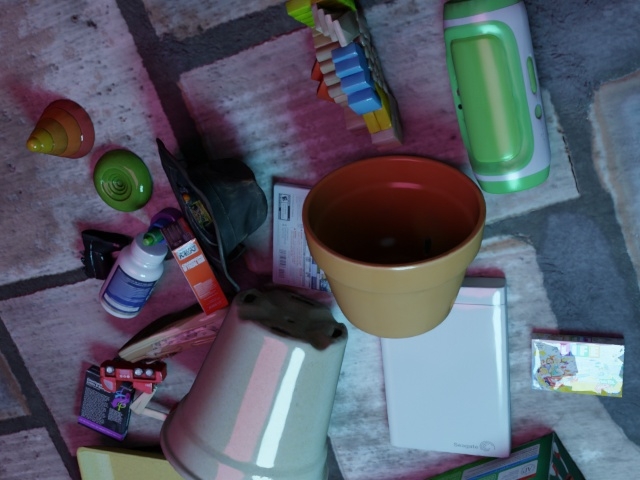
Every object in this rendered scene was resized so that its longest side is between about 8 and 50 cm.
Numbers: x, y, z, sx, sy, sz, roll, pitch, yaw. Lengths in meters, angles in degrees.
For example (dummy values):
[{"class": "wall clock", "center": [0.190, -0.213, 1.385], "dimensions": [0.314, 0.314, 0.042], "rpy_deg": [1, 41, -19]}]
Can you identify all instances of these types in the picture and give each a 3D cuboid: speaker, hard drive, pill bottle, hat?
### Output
[{"class": "speaker", "center": [0.271, -0.228, 1.238], "dimensions": [0.131, 0.131, 0.297], "rpy_deg": [-7, 110, 23]}, {"class": "hard drive", "center": [0.231, 0.234, 1.498], "dimensions": [0.232, 0.047, 0.353], "rpy_deg": [1, 113, 20]}, {"class": "pill bottle", "center": [-0.371, 0.068, 1.616], "dimensions": [0.094, 0.094, 0.169], "rpy_deg": [36, 120, 2]}, {"class": "hat", "center": [-0.169, -0.064, 1.428], "dimensions": [0.133, 0.331, 0.332], "rpy_deg": [-26, 105, -12]}]

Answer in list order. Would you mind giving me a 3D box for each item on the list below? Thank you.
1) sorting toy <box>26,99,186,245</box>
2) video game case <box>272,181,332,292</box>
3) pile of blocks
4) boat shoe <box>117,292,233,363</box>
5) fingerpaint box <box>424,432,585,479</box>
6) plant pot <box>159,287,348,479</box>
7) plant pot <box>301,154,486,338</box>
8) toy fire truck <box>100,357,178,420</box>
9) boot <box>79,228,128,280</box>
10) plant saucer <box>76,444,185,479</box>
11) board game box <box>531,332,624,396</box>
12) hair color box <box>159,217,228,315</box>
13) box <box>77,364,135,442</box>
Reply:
[{"class": "sorting toy", "center": [-0.423, -0.113, 1.540], "dimensions": [0.365, 0.126, 0.127], "rpy_deg": [43, 119, -1]}, {"class": "video game case", "center": [0.000, 0.000, 1.494], "dimensions": [0.183, 0.023, 0.202], "rpy_deg": [9, 114, 16]}, {"class": "pile of blocks", "center": [0.017, -0.296, 1.286], "dimensions": [0.112, 0.149, 0.362], "rpy_deg": [-15, 107, 25]}, {"class": "boat shoe", "center": [-0.286, 0.199, 1.637], "dimensions": [0.285, 0.104, 0.089], "rpy_deg": [-23, 106, 24]}, {"class": "fingerpaint box", "center": [0.343, 0.630, 1.562], "dimensions": [0.444, 0.163, 0.371], "rpy_deg": [-29, 100, 28]}, {"class": "plant pot", "center": [-0.099, 0.269, 1.501], "dimensions": [0.333, 0.334, 0.306], "rpy_deg": [22, 107, 10]}, {"class": "plant pot", "center": [0.121, 0.023, 1.330], "dimensions": [0.290, 0.291, 0.204], "rpy_deg": [8, 131, 17]}, {"class": "toy fire truck", "center": [-0.379, 0.328, 1.743], "dimensions": [0.191, 0.047, 0.135], "rpy_deg": [3, 105, 5]}, {"class": "boot", "center": [-0.441, 0.034, 1.656], "dimensions": [0.121, 0.045, 0.099], "rpy_deg": [11, 113, 23]}, {"class": "plant saucer", "center": [-0.376, 0.611, 1.863], "dimensions": [0.332, 0.081, 0.333], "rpy_deg": [3, 113, 18]}, {"class": "board game box", "center": [0.451, 0.218, 1.422], "dimensions": [0.154, 0.026, 0.104], "rpy_deg": [2, 112, 19]}, {"class": "hair color box", "center": [-0.238, 0.050, 1.531], "dimensions": [0.053, 0.093, 0.167], "rpy_deg": [-29, 127, -9]}, {"class": "box", "center": [-0.483, 0.371, 1.827], "dimensions": [0.116, 0.029, 0.162], "rpy_deg": [22, 119, 9]}]
